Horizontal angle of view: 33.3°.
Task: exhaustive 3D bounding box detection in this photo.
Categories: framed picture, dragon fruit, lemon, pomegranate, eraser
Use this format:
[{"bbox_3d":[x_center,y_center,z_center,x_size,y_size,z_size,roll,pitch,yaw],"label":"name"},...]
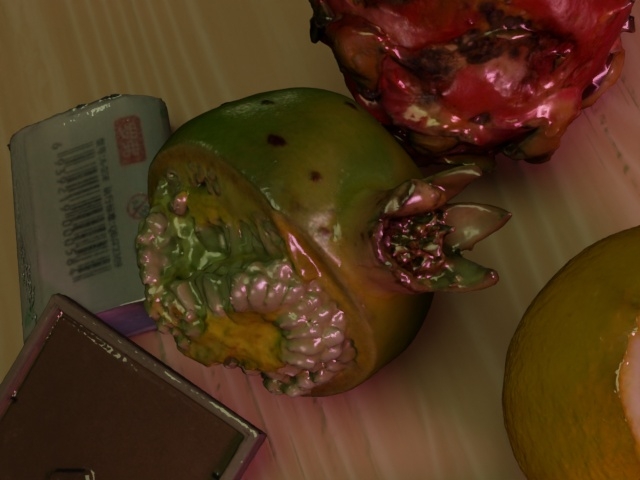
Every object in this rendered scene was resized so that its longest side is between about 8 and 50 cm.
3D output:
[{"bbox_3d":[-0.222,0.240,0.928,0.240,0.020,0.324,30,90,18],"label":"framed picture"},{"bbox_3d":[0.152,-0.188,0.932,0.296,0.314,0.262,2,113,31],"label":"dragon fruit"},{"bbox_3d":[0.246,0.112,0.788,0.240,0.219,0.240,3,80,-17],"label":"lemon"},{"bbox_3d":[0.000,0.000,0.866,0.341,0.260,0.260,-3,65,43],"label":"pomegranate"},{"bbox_3d":[-0.218,-0.018,1.046,0.174,0.081,0.227,-18,65,12],"label":"eraser"}]
